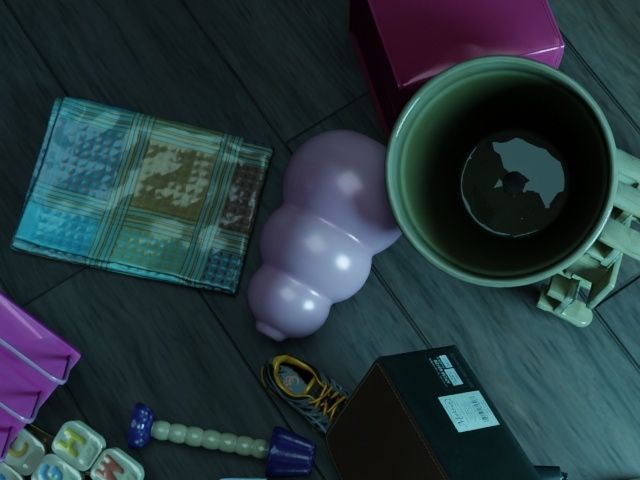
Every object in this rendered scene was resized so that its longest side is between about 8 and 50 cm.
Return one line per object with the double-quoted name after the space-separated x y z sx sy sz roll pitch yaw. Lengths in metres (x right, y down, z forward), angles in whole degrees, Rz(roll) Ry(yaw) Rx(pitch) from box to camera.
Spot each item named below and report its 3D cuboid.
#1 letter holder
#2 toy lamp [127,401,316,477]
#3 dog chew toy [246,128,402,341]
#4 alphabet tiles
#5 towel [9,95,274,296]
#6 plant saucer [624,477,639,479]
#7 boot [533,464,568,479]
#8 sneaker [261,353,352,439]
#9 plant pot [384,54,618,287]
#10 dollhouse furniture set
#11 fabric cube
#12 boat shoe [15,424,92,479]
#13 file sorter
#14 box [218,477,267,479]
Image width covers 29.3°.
0.160 0.334 1.708 0.152 0.214 0.302 -5 50 -37 "letter holder"
-0.144 0.301 1.817 0.274 0.080 0.080 8 72 4 "toy lamp"
0.000 0.000 1.858 0.206 0.206 0.332 29 82 8 "dog chew toy"
-0.381 0.408 1.762 0.278 0.021 0.284 34 93 10 "alphabet tiles"
-0.282 -0.074 1.955 0.370 0.040 0.272 13 73 3 "towel"
0.489 0.482 1.772 0.277 0.041 0.278 2 74 -7 "plant saucer"
0.249 0.432 1.769 0.207 0.094 0.247 9 66 6 "boot"
0.002 0.241 1.835 0.214 0.083 0.084 30 73 7 "sneaker"
0.275 -0.094 1.819 0.323 0.280 0.323 0 89 13 "plant pot"
0.466 0.002 1.855 0.161 0.212 0.242 26 55 -3 "dollhouse furniture set"
0.201 -0.318 1.924 0.258 0.259 0.254 -17 71 -5 "fabric cube"
-0.369 0.315 1.814 0.178 0.064 0.060 14 74 6 "boat shoe"
-0.502 0.225 1.671 0.202 0.182 0.291 39 92 -10 "file sorter"
-0.119 0.415 1.749 0.072 0.126 0.137 2 72 -14 "box"
